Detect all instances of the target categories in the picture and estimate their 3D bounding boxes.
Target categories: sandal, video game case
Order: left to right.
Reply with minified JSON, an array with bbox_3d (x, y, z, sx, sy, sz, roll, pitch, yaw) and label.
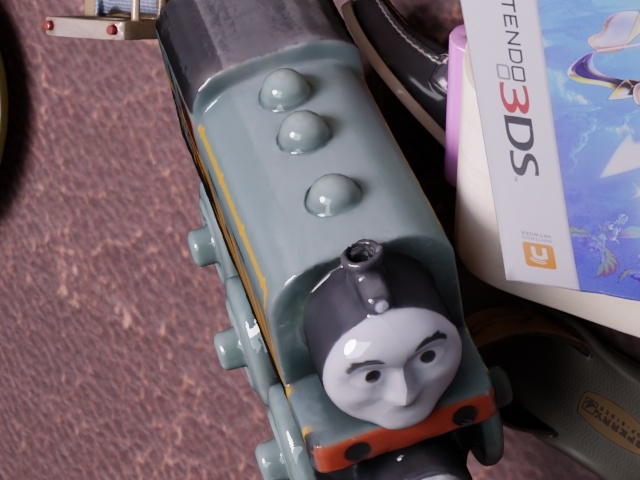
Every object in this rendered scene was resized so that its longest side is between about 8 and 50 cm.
[{"bbox_3d":[0.113,0.079,1.104,0.219,0.060,0.090,36,116,34],"label":"sandal"},{"bbox_3d":[0.191,-0.073,0.794,0.269,0.061,0.244,9,132,28],"label":"video game case"}]

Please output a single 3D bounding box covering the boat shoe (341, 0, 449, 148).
[{"bbox_3d":[0.094,-0.076,1.102,0.065,0.075,0.206,-44,71,12],"label":"boat shoe"}]

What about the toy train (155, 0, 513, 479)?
[{"bbox_3d":[0.000,0.000,1.045,0.334,0.142,0.190,-112,6,-46],"label":"toy train"}]

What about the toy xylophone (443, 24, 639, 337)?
[{"bbox_3d":[0.198,-0.031,0.932,0.322,0.081,0.236,25,137,14],"label":"toy xylophone"}]

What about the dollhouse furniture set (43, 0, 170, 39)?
[{"bbox_3d":[-0.056,-0.182,1.153,0.183,0.129,0.129,8,102,36],"label":"dollhouse furniture set"}]

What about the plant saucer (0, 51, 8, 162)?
[{"bbox_3d":[-0.304,-0.104,1.414,0.241,0.037,0.241,7,101,36],"label":"plant saucer"}]
